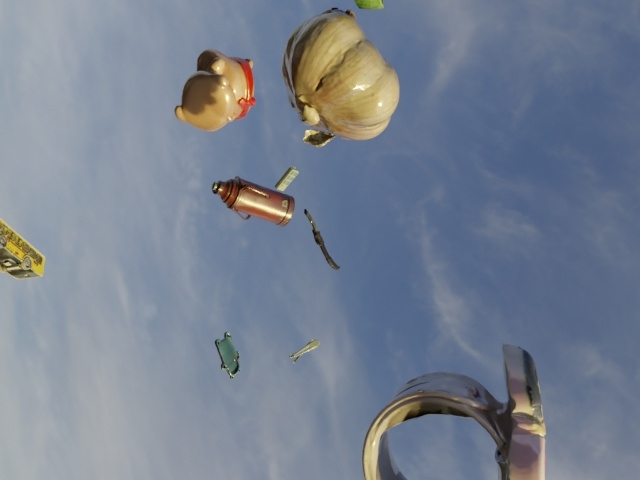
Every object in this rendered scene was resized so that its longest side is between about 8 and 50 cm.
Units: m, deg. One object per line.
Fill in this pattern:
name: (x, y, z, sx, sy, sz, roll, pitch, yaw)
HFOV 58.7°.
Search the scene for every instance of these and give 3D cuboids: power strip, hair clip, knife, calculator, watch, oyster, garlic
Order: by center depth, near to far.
watch: (0.184, 0.264, 0.770, 0.231, 0.196, 0.244, -4, -92, 23)
garlic: (0.039, -0.368, 1.327, 0.241, 0.322, 0.322, -29, -110, 3)
oyster: (-0.005, -0.299, 1.679, 0.093, 0.034, 0.051, 14, -96, 7)
power strip: (-0.104, -0.188, 1.748, 0.090, 0.040, 0.016, -49, -115, 13)
hair clip: (-0.049, 0.338, 1.759, 0.030, 0.115, 0.039, 51, -43, 11)
knife: (-0.002, 0.003, 1.772, 0.021, 0.045, 0.222, -22, -77, 34)
calculator: (-0.286, 0.359, 1.772, 0.019, 0.094, 0.141, -11, -77, 32)

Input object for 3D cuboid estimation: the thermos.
thermos: (-0.190, -0.116, 1.572, 0.124, 0.232, 0.099, -21, -123, 52)

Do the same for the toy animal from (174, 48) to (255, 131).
toy animal: (-0.229, -0.340, 1.291, 0.171, 0.198, 0.171, 8, -59, 14)

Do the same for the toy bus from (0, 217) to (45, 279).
toy bus: (-0.745, 0.019, 1.346, 0.081, 0.226, 0.074, -7, -122, 8)

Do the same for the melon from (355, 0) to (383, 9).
melon: (0.095, -0.609, 1.213, 0.064, 0.118, 0.210, -5, -108, 24)
